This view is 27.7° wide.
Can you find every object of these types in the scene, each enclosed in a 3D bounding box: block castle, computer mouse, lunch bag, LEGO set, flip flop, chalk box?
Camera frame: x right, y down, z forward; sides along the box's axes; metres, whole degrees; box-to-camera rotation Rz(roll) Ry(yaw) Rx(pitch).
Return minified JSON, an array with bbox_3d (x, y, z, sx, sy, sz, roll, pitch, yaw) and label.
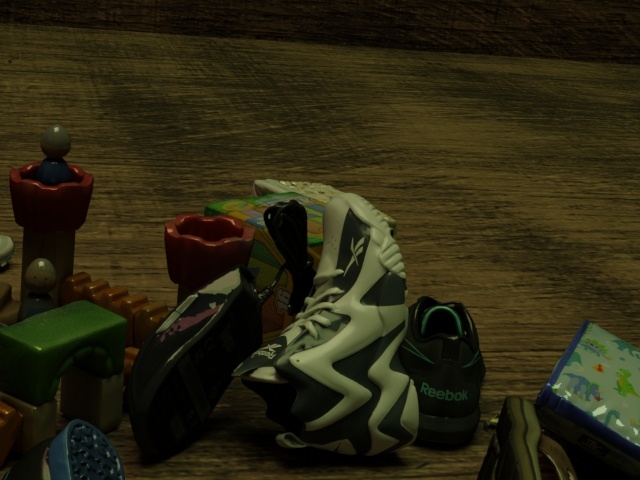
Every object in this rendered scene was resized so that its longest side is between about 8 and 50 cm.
[{"bbox_3d":[-0.303,0.039,1.140,0.303,0.212,0.453,18,22,32],"label":"block castle"},{"bbox_3d":[-0.087,0.097,1.172,0.060,0.184,0.262,20,60,29],"label":"computer mouse"},{"bbox_3d":[0.261,0.150,1.152,0.129,0.096,0.151,29,15,11],"label":"lunch bag"},{"bbox_3d":[0.193,0.174,1.204,0.083,0.023,0.054,12,19,15],"label":"LEGO set"},{"bbox_3d":[0.163,0.204,1.006,0.080,0.112,0.277,23,14,3],"label":"flip flop"},{"bbox_3d":[-0.045,0.028,1.385,0.132,0.132,0.213,-11,22,-42],"label":"chalk box"}]

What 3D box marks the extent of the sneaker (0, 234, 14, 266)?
[{"bbox_3d":[-0.429,-0.003,1.430,0.191,0.083,0.071,-4,20,-33],"label":"sneaker"}]

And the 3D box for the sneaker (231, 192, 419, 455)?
[{"bbox_3d":[-0.008,0.075,1.133,0.153,0.235,0.094,-4,-5,-26],"label":"sneaker"}]

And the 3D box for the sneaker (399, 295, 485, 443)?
[{"bbox_3d":[0.123,0.101,1.275,0.101,0.106,0.267,5,17,-1],"label":"sneaker"}]

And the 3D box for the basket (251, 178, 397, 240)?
[{"bbox_3d":[0.000,0.000,1.521,0.103,0.113,0.167,-5,22,-38],"label":"basket"}]

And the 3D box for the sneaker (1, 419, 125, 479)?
[{"bbox_3d":[-0.177,0.226,0.852,0.081,0.090,0.232,42,22,-30],"label":"sneaker"}]
